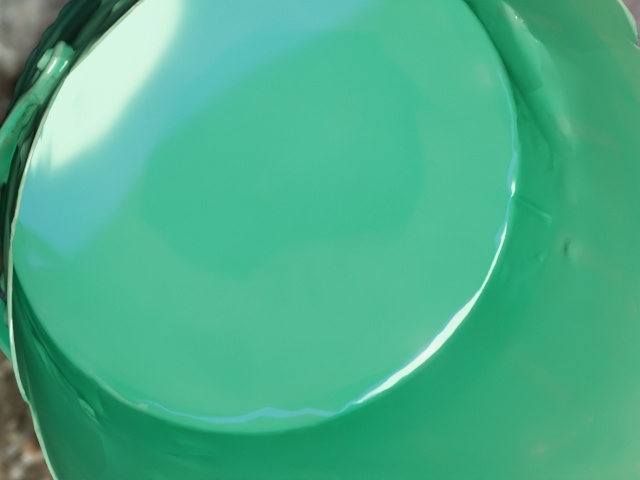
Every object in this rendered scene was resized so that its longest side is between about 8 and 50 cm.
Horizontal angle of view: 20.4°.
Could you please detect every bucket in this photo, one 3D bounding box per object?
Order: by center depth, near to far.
[{"bbox_3d":[0.000,0.000,0.694,0.281,0.183,0.281,-4,105,-14],"label":"bucket"}]
